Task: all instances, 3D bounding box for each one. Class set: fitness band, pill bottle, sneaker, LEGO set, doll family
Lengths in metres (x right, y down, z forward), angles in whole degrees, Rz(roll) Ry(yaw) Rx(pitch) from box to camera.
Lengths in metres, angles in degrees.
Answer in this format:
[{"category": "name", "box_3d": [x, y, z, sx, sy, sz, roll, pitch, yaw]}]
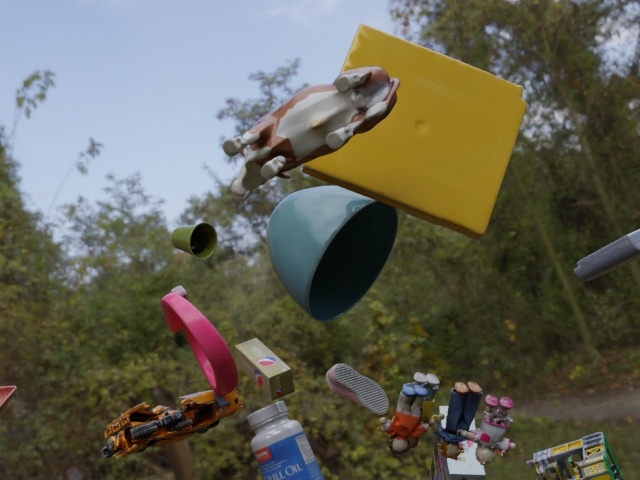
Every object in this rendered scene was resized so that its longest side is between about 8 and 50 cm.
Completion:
[{"category": "fitness band", "box_3d": [-0.239, 0.206, 1.525, 0.054, 0.209, 0.291, -35, -21, -19]}, {"category": "pill bottle", "box_3d": [-0.082, 0.478, 1.692, 0.124, 0.221, 0.124, -24, -13, -6]}, {"category": "sneaker", "box_3d": [0.067, 0.285, 1.453, 0.051, 0.134, 0.070, -55, 8, -27]}, {"category": "LEGO set", "box_3d": [0.563, 0.582, 1.619, 0.192, 0.331, 0.255, -25, 10, 19]}, {"category": "doll family", "box_3d": [0.235, 0.344, 1.447, 0.263, 0.163, 0.118, 10, 20, -6]}]

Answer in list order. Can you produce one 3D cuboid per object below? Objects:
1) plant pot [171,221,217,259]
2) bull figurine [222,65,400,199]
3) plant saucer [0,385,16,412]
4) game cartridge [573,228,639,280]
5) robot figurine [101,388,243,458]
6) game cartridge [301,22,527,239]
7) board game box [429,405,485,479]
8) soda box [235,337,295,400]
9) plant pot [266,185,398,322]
[{"category": "plant pot", "box_3d": [-0.282, -0.003, 1.659, 0.079, 0.083, 0.083, 8, 10, 38]}, {"category": "bull figurine", "box_3d": [-0.030, -0.153, 1.089, 0.310, 0.101, 0.188, -31, 8, 20]}, {"category": "plant saucer", "box_3d": [-0.876, 0.428, 1.762, 0.259, 0.047, 0.258, -5, 18, 6]}, {"category": "game cartridge", "box_3d": [0.726, 0.004, 1.700, 0.294, 0.060, 0.196, -16, -20, -36]}, {"category": "robot figurine", "box_3d": [-0.320, 0.381, 1.597, 0.291, 0.085, 0.211, -5, -25, -45]}, {"category": "game cartridge", "box_3d": [0.166, -0.186, 1.291, 0.324, 0.285, 0.052, 22, -14, -2]}, {"category": "board game box", "box_3d": [0.358, 0.625, 2.024, 0.098, 0.303, 0.224, 2, 36, 0]}, {"category": "soda box", "box_3d": [-0.127, 0.286, 1.706, 0.058, 0.061, 0.181, -19, 25, -25]}, {"category": "plant pot", "box_3d": [0.000, 0.000, 1.608, 0.195, 0.290, 0.290, 32, 20, 28]}]
